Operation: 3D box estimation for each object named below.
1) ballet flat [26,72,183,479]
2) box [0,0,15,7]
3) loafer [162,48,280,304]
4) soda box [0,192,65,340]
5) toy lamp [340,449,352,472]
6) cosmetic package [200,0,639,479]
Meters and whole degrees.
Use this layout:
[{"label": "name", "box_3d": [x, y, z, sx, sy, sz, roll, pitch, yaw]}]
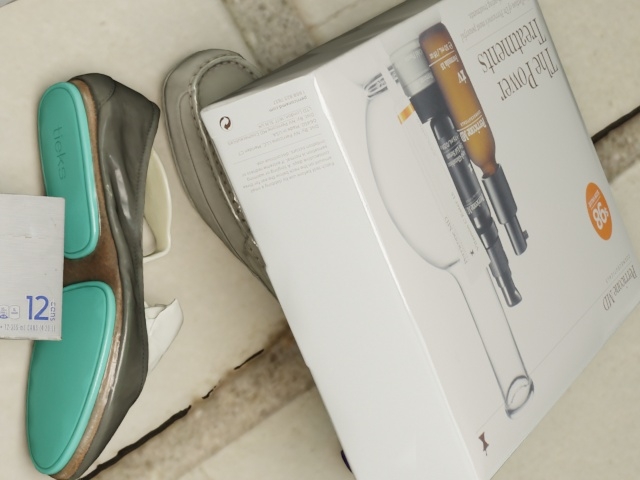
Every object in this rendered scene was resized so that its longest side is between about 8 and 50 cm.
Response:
[{"label": "ballet flat", "box_3d": [-0.140, 0.025, 1.321, 0.096, 0.095, 0.280, 7, 83, -41]}, {"label": "box", "box_3d": [-0.163, -0.218, 1.296, 0.126, 0.137, 0.072, -27, 99, -28]}, {"label": "loafer", "box_3d": [0.000, 0.000, 1.385, 0.112, 0.111, 0.319, -41, 105, -25]}, {"label": "soda box", "box_3d": [-0.310, 0.012, 1.224, 0.286, 0.091, 0.098, 3, 86, -29]}, {"label": "toy lamp", "box_3d": [0.075, 0.282, 1.428, 0.080, 0.080, 0.274, -13, 90, -29]}, {"label": "cosmetic package", "box_3d": [0.092, -0.020, 1.351, 0.377, 0.097, 0.284, -37, 109, -58]}]
